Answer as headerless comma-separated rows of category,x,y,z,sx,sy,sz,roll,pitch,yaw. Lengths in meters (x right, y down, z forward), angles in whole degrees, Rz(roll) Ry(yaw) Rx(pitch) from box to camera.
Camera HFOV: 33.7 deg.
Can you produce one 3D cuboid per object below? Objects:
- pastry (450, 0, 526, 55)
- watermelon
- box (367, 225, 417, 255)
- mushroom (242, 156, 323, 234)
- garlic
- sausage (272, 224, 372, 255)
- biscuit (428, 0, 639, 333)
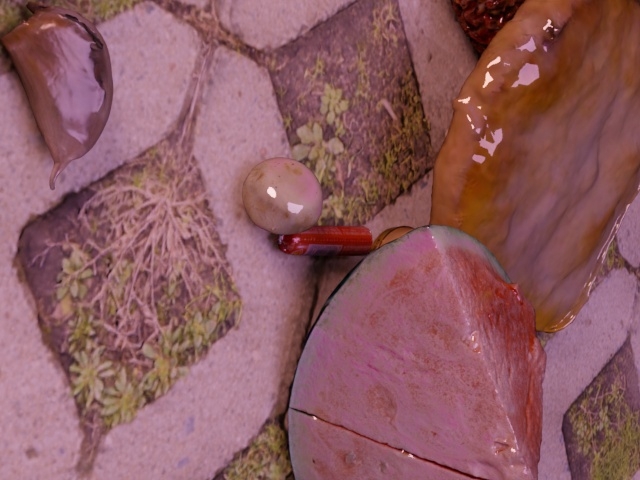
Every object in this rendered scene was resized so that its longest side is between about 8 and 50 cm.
pastry,0.212,-0.285,1.259,0.208,0.097,0.115,41,46,-40
watermelon,0.117,0.170,1.144,0.319,0.292,0.222,59,30,6
box,0.099,0.036,1.220,0.105,0.037,0.105,-4,95,-43
mushroom,-0.038,-0.042,1.061,0.083,0.083,0.067,-35,161,-36
garlic,-0.215,-0.130,0.896,0.084,0.066,0.152,-20,105,-12
sausage,0.000,0.000,1.126,0.129,0.034,0.034,0,93,-43
biscuit,0.275,-0.100,1.269,0.446,0.104,0.429,13,103,-52
